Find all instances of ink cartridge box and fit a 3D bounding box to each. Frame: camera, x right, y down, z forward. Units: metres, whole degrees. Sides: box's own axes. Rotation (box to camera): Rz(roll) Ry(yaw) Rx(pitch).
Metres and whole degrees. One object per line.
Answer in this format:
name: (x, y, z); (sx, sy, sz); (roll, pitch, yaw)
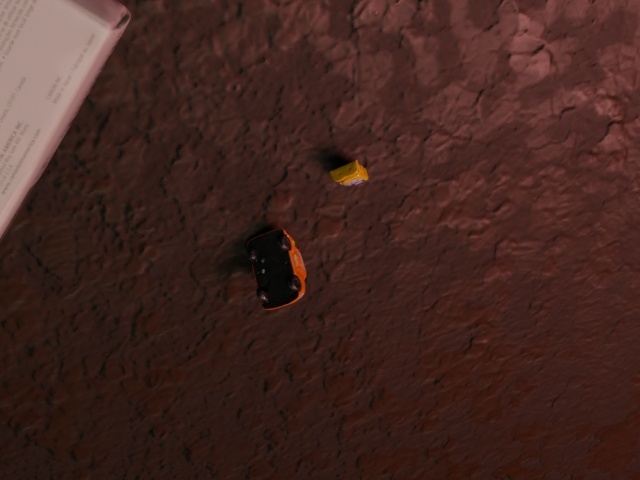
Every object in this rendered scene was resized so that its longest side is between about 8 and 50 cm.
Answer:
ink cartridge box: (-0.254, -0.111, 0.486); (0.232, 0.066, 0.189); (33, 110, -12)

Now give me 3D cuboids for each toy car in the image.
toy car: (0.000, 0.000, 0.638); (0.122, 0.060, 0.040); (-38, 159, 17)
